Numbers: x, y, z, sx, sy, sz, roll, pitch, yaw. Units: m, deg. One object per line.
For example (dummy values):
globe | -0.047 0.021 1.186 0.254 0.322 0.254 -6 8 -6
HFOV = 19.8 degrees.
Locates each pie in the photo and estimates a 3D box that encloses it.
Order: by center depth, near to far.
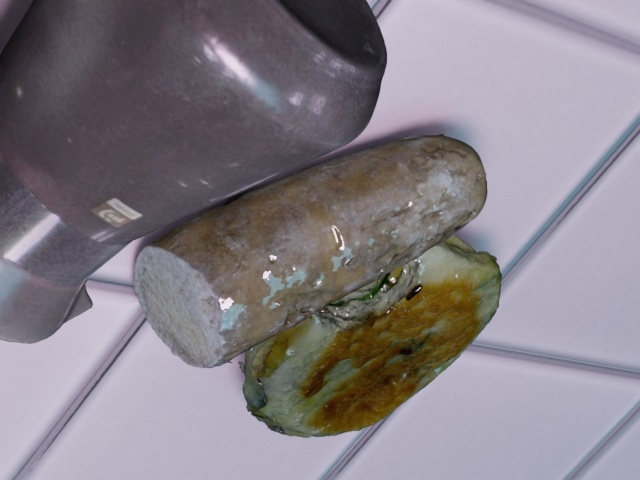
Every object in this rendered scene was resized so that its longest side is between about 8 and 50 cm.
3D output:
pie | 0.050 0.096 1.817 0.302 0.067 0.302 -24 151 -14

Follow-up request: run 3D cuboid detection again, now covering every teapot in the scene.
teapot | -0.158 -0.110 1.322 0.344 0.253 0.300 -39 125 20

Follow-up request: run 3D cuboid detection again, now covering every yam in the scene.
yam | 0.000 0.000 1.642 0.330 0.133 0.133 -24 144 -12
